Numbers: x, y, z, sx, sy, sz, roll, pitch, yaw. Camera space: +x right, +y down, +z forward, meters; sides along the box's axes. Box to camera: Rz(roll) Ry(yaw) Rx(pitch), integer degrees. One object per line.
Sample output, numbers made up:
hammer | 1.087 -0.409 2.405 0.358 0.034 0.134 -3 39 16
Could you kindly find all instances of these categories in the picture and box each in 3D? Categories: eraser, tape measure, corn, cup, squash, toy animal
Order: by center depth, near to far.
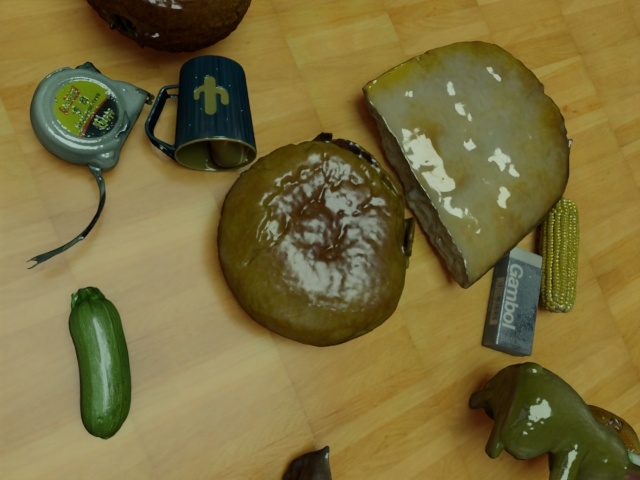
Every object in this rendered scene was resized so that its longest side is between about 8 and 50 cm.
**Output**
squash | -0.318 0.174 0.793 0.078 0.068 0.219 -14 83 8
tape measure | -0.382 -0.113 0.811 0.164 0.084 0.330 26 68 -14
cup | -0.195 -0.207 0.898 0.177 0.131 0.155 -2 75 -7
toy animal | 0.443 0.377 0.976 0.363 0.181 0.180 41 98 -4
eraser | 0.391 0.121 1.110 0.092 0.046 0.212 19 73 -18
corn | 0.502 0.031 1.155 0.081 0.081 0.248 15 74 -19

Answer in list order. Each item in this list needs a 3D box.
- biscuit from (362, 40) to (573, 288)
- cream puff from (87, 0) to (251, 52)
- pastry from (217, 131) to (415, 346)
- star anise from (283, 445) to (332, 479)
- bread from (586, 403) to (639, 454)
biscuit | 0.310 -0.198 1.108 0.446 0.104 0.429 -37 92 -22
cream puff | -0.249 -0.433 0.870 0.303 0.212 0.302 9 72 -31
pastry | 0.000 0.000 0.911 0.356 0.164 0.355 3 81 -23
star anise | -0.036 0.476 0.836 0.199 0.111 0.257 -13 92 -39
bread | 0.562 0.397 1.111 0.189 0.077 0.114 31 88 -7
